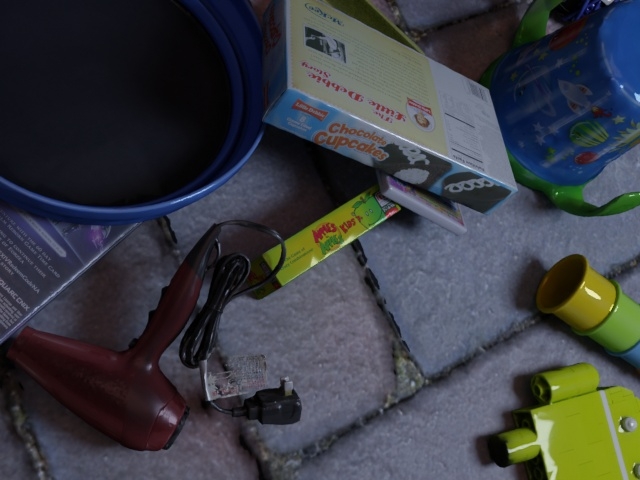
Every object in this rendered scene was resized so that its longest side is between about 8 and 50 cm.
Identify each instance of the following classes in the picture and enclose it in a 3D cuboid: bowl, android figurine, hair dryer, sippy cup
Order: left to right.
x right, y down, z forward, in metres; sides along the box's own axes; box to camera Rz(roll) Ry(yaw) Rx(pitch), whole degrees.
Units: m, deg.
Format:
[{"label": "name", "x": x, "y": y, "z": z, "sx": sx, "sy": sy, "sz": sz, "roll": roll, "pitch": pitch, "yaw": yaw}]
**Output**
[{"label": "bowl", "x": -0.245, "y": -0.195, "z": 0.788, "sx": 0.391, "sy": 0.077, "sz": 0.390, "roll": 10, "pitch": 64, "yaw": -22}, {"label": "hair dryer", "x": -0.171, "y": 0.106, "z": 0.756, "sx": 0.294, "sy": 0.080, "sz": 0.223, "roll": -9, "pitch": 87, "yaw": -12}, {"label": "android figurine", "x": 0.355, "y": 0.288, "z": 0.954, "sx": 0.273, "sy": 0.056, "sz": 0.248, "roll": -6, "pitch": 79, "yaw": -22}, {"label": "sippy cup", "x": 0.373, "y": -0.205, "z": 0.995, "sx": 0.240, "sy": 0.224, "sz": 0.305, "roll": -43, "pitch": 95, "yaw": -25}]

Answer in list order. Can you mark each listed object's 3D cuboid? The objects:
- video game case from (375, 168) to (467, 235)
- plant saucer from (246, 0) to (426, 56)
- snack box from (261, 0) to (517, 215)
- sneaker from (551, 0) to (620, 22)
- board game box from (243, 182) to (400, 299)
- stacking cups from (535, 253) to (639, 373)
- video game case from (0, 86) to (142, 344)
[{"label": "video game case", "x": 0.119, "y": -0.090, "z": 0.917, "sx": 0.157, "sy": 0.019, "sz": 0.143, "roll": 24, "pitch": 44, "yaw": -40}, {"label": "plant saucer", "x": 0.021, "y": -0.240, "z": 0.959, "sx": 0.188, "sy": 0.045, "sz": 0.188, "roll": 42, "pitch": 66, "yaw": -7}, {"label": "snack box", "x": 0.083, "y": -0.163, "z": 0.863, "sx": 0.322, "sy": 0.060, "sz": 0.187, "roll": 20, "pitch": 47, "yaw": -26}, {"label": "sneaker", "x": 0.455, "y": -0.343, "z": 1.130, "sx": 0.182, "sy": 0.127, "sz": 0.315, "roll": -3, "pitch": 71, "yaw": -19}, {"label": "board game box", "x": 0.000, "y": 0.000, "z": 0.862, "sx": 0.181, "sy": 0.092, "sz": 0.043, "roll": -33, "pitch": 89, "yaw": -26}, {"label": "stacking cups", "x": 0.448, "y": 0.146, "z": 1.011, "sx": 0.316, "sy": 0.096, "sz": 0.096, "roll": 36, "pitch": 66, "yaw": -12}, {"label": "video game case", "x": -0.317, "y": -0.036, "z": 0.756, "sx": 0.196, "sy": 0.026, "sz": 0.274, "roll": 48, "pitch": 56, "yaw": -8}]
